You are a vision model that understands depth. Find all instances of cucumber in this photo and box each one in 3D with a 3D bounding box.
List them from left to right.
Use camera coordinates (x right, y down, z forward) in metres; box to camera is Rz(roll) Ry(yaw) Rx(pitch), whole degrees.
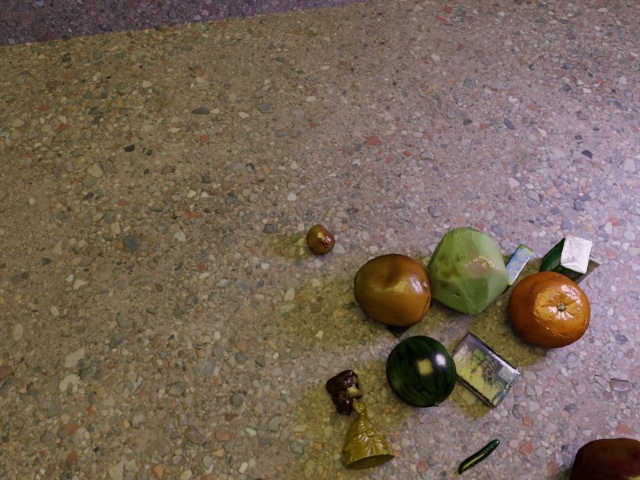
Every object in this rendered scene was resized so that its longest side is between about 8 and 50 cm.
[{"bbox_3d":[0.540,0.731,1.666,0.184,0.036,0.033,-27,73,-15],"label":"cucumber"}]

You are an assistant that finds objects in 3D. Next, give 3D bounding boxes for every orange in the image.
[{"bbox_3d":[0.835,0.255,1.807,0.284,0.226,0.283,1,72,-3],"label":"orange"}]

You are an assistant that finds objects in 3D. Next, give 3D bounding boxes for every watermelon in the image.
[{"bbox_3d":[0.347,0.453,1.697,0.243,0.242,0.242,0,62,0],"label":"watermelon"}]

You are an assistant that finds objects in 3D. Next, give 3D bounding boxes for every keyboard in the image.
[{"bbox_3d":[0.347,0.295,1.907,0.204,0.013,0.061,-39,69,-18],"label":"keyboard"}]

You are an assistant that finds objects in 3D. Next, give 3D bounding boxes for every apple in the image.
[{"bbox_3d":[-0.001,-0.002,2.004,0.102,0.126,0.126,-45,69,6],"label":"apple"}]

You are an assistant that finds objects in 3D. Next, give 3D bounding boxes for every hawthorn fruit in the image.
[{"bbox_3d":[0.937,0.748,1.508,0.309,0.324,0.308,4,36,-3],"label":"hawthorn fruit"}]

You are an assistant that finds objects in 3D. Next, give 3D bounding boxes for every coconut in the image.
[{"bbox_3d":[0.548,0.126,1.837,0.282,0.328,0.328,18,57,-31],"label":"coconut"}]

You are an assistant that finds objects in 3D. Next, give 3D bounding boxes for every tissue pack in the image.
[{"bbox_3d":[0.582,0.469,1.782,0.236,0.073,0.173,38,68,18],"label":"tissue pack"},{"bbox_3d":[0.964,0.100,1.901,0.156,0.209,0.147,20,64,7],"label":"tissue pack"}]

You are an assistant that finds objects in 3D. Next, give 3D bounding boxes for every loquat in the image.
[{"bbox_3d":[0.271,0.191,1.833,0.284,0.276,0.275,-10,61,16],"label":"loquat"}]

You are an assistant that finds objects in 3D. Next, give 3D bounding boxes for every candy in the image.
[{"bbox_3d":[0.765,0.112,1.956,0.062,0.097,0.194,34,68,18],"label":"candy"}]

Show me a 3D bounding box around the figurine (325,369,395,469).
[{"bbox_3d":[0.126,0.593,1.674,0.188,0.168,0.315,19,42,-39],"label":"figurine"}]
